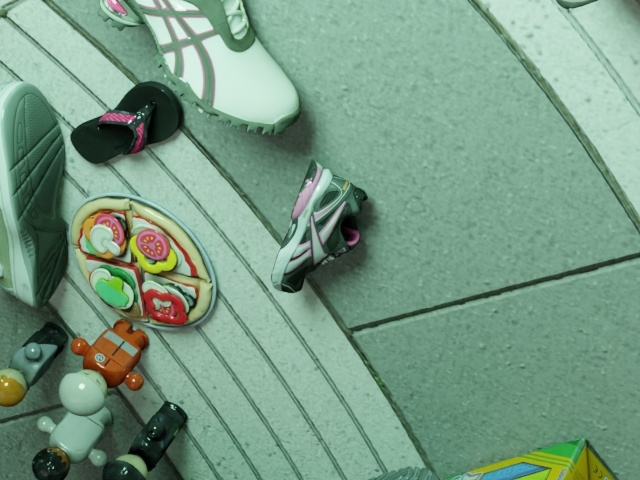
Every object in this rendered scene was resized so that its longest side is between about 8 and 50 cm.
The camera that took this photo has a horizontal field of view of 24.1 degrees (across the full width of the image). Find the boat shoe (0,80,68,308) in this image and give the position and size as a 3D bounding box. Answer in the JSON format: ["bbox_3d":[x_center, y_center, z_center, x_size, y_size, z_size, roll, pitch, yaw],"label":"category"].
[{"bbox_3d":[-0.362,-0.053,1.735,0.103,0.118,0.320,17,139,13],"label":"boat shoe"}]

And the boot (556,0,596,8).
[{"bbox_3d":[0.239,-0.365,1.105,0.284,0.138,0.377,48,140,-12],"label":"boot"}]

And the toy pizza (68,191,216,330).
[{"bbox_3d":[-0.216,0.031,1.771,0.201,0.032,0.201,17,132,19],"label":"toy pizza"}]

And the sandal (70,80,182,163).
[{"bbox_3d":[-0.217,-0.119,1.642,0.179,0.040,0.067,-24,111,42],"label":"sandal"}]

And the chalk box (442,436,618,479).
[{"bbox_3d":[0.209,0.372,1.689,0.289,0.179,0.180,-28,107,43],"label":"chalk box"}]

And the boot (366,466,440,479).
[{"bbox_3d":[0.140,0.465,1.576,0.445,0.146,0.367,50,141,-7],"label":"boot"}]

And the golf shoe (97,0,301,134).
[{"bbox_3d":[-0.115,-0.216,1.461,0.273,0.105,0.120,42,128,-6],"label":"golf shoe"}]

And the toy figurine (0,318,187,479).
[{"bbox_3d":[-0.299,0.215,1.890,0.209,0.148,0.213,-1,125,32],"label":"toy figurine"}]

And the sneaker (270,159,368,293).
[{"bbox_3d":[0.000,0.000,1.592,0.077,0.072,0.178,21,140,0],"label":"sneaker"}]
